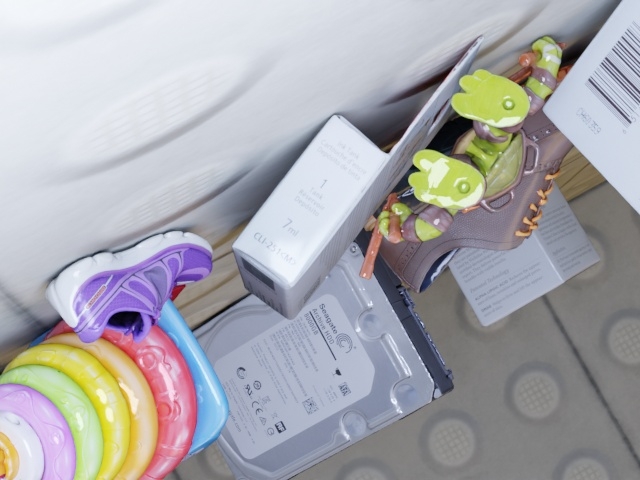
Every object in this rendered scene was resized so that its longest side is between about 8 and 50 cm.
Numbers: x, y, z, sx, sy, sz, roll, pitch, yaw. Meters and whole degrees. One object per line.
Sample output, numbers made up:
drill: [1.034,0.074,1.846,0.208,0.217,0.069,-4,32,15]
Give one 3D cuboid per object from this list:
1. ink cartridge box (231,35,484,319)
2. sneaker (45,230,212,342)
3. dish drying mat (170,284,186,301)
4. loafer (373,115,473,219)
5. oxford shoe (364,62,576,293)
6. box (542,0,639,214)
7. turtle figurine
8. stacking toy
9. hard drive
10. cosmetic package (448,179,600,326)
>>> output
ink cartridge box: [0.026,-0.054,1.138,0.239,0.060,0.275,-53,176,-7]
sneaker: [-0.143,0.042,1.083,0.068,0.071,0.170,-34,172,37]
dish drying mat: [-0.156,0.058,1.407,0.032,0.008,0.083,-25,172,-24]
loafer: [0.118,-0.068,1.309,0.170,0.061,0.062,-26,-155,15]
oxford shoe: [0.200,-0.070,1.390,0.363,0.133,0.130,-34,171,36]
box: [0.317,-0.120,1.151,0.119,0.182,0.181,-23,155,-43]
turtle figurine: [0.123,-0.058,1.134,0.269,0.087,0.217,-47,173,6]
stacking toy: [-0.222,0.153,1.105,0.175,0.166,0.302,-32,176,26]
hard drive: [-0.019,0.163,1.782,0.339,0.237,0.064,-32,173,29]
cosmetic package: [0.278,-0.001,2.013,0.151,0.184,0.151,-34,172,33]
